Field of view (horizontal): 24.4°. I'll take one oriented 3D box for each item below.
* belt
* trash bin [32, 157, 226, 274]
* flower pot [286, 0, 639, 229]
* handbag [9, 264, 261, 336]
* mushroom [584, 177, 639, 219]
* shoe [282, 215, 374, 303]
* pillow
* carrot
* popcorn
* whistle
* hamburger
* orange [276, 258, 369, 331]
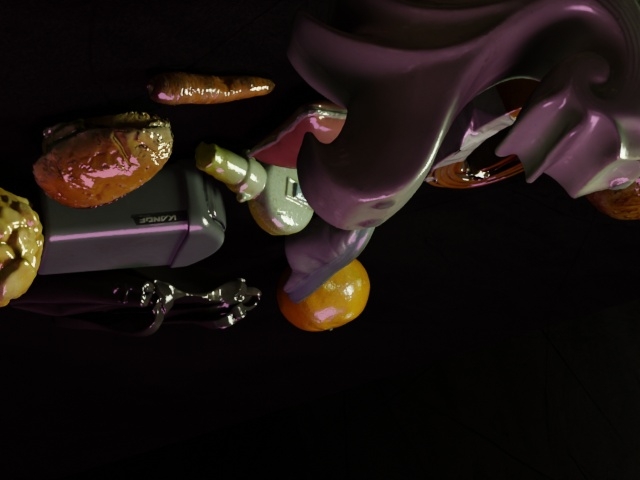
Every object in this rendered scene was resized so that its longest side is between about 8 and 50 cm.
[{"bbox_3d":[0.217,-0.149,1.775,0.184,0.105,0.261,1,160,-38],"label":"belt"},{"bbox_3d":[-0.237,-0.027,1.843,0.236,0.101,0.177,-6,165,-18],"label":"trash bin"},{"bbox_3d":[0.147,-0.160,1.389,0.367,0.254,0.164,-8,164,-12],"label":"flower pot"},{"bbox_3d":[-0.252,0.073,2.034,0.257,0.114,0.285,4,177,34],"label":"handbag"},{"bbox_3d":[0.472,-0.104,2.092,0.231,0.138,0.194,-17,164,11],"label":"mushroom"},{"bbox_3d":[0.000,0.000,2.176,0.100,0.103,0.251,34,135,-7],"label":"shoe"},{"bbox_3d":[0.024,-0.120,1.759,0.179,0.075,0.171,-2,167,-28],"label":"pillow"},{"bbox_3d":[-0.114,-0.162,1.577,0.165,0.036,0.035,-4,163,-40],"label":"carrot"},{"bbox_3d":[-0.390,0.000,1.722,0.163,0.140,0.194,16,156,10],"label":"popcorn"},{"bbox_3d":[-0.075,-0.074,1.829,0.057,0.104,0.198,-9,155,36],"label":"whistle"},{"bbox_3d":[-0.255,-0.088,1.616,0.176,0.087,0.102,-17,166,23],"label":"hamburger"},{"bbox_3d":[0.005,0.086,2.406,0.156,0.124,0.156,-12,162,-4],"label":"orange"}]
